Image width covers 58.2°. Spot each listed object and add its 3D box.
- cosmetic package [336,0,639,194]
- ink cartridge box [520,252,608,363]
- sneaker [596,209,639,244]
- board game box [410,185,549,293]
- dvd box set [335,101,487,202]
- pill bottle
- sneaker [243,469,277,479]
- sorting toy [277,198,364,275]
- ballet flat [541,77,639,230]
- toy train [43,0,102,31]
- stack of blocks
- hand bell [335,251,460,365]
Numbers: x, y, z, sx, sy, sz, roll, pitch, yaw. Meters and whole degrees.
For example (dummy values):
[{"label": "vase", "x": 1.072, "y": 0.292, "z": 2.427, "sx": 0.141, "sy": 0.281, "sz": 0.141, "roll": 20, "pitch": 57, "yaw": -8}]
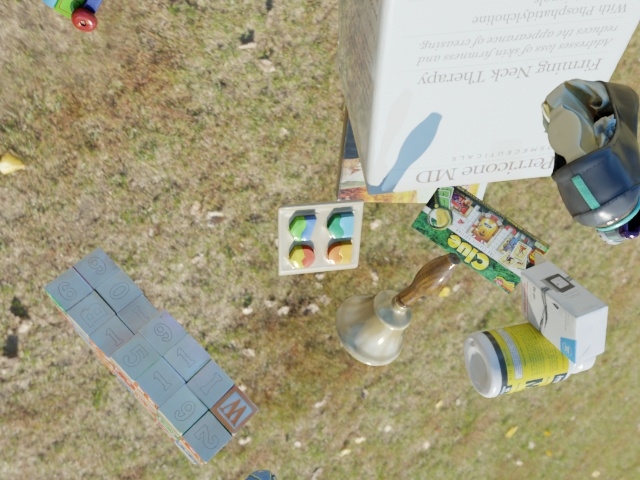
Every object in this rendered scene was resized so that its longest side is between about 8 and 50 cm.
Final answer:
[{"label": "cosmetic package", "x": 0.208, "y": -0.326, "z": 0.837, "sx": 0.329, "sy": 0.328, "sz": 0.394, "roll": -7, "pitch": 145, "yaw": -4}, {"label": "ink cartridge box", "x": 0.399, "y": 0.110, "z": 0.982, "sx": 0.060, "sy": 0.180, "sz": 0.104, "roll": -20, "pitch": 122, "yaw": -10}, {"label": "sneaker", "x": 0.598, "y": -0.081, "z": 1.022, "sx": 0.083, "sy": 0.098, "sz": 0.224, "roll": 39, "pitch": 90, "yaw": -1}, {"label": "board game box", "x": 0.337, "y": -0.010, "z": 1.230, "sx": 0.136, "sy": 0.259, "sz": 0.030, "roll": -60, "pitch": 172, "yaw": 32}, {"label": "dvd box set", "x": 0.261, "y": -0.240, "z": 1.537, "sx": 0.419, "sy": 0.062, "sz": 0.308, "roll": 1, "pitch": 126, "yaw": -9}, {"label": "pill bottle", "x": 0.381, "y": 0.208, "z": 1.052, "sx": 0.208, "sy": 0.119, "sz": 0.119, "roll": -10, "pitch": 125, "yaw": -10}, {"label": "sneaker", "x": -0.089, "y": 0.427, "z": 0.919, "sx": 0.091, "sy": 0.126, "sz": 0.240, "roll": -1, "pitch": 149, "yaw": -29}, {"label": "sorting toy", "x": 0.000, "y": 0.000, "z": 1.304, "sx": 0.192, "sy": 0.038, "sz": 0.208, "roll": -5, "pitch": 130, "yaw": -11}, {"label": "ballet flat", "x": 0.208, "y": -0.089, "z": 0.450, "sx": 0.203, "sy": 0.074, "sz": 0.074, "roll": -62, "pitch": 153, "yaw": -48}, {"label": "toy train", "x": -0.383, "y": -0.463, "z": 0.911, "sx": 0.143, "sy": 0.105, "sz": 0.248, "roll": 22, "pitch": 141, "yaw": -34}, {"label": "stack of blocks", "x": -0.227, "y": 0.153, "z": 0.761, "sx": 0.087, "sy": 0.297, "sz": 0.171, "roll": -41, "pitch": 176, "yaw": -26}, {"label": "hand bell", "x": 0.127, "y": 0.082, "z": 0.846, "sx": 0.126, "sy": 0.126, "sz": 0.242, "roll": -11, "pitch": 155, "yaw": -33}]
